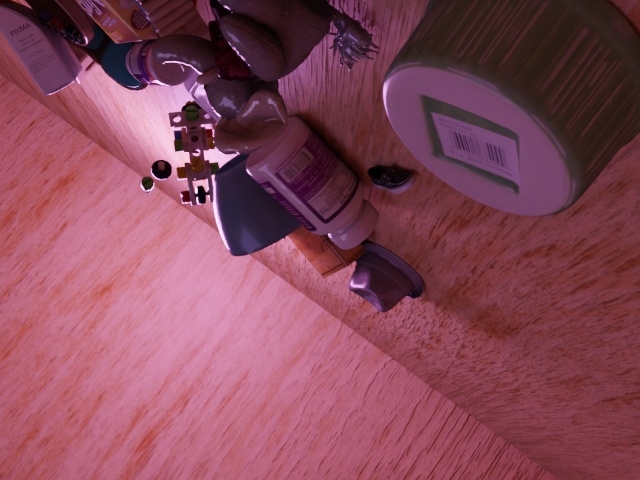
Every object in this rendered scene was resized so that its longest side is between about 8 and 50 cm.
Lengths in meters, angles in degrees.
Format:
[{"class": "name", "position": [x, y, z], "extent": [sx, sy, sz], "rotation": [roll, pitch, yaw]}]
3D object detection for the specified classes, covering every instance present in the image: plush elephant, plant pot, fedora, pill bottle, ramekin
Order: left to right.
[{"class": "plant pot", "position": [-0.625, -0.597, 1.613], "extent": [0.237, 0.110, 0.237], "rotation": [36, 167, 10]}, {"class": "pill bottle", "position": [-0.394, -0.426, 1.595], "extent": [0.193, 0.108, 0.108], "rotation": [20, 158, 52]}, {"class": "plush elephant", "position": [-0.117, -0.289, 0.973], "extent": [0.330, 0.272, 0.255], "rotation": [28, 128, -31]}, {"class": "plant pot", "position": [-0.158, -0.123, 1.692], "extent": [0.195, 0.290, 0.290], "rotation": [58, 160, -19]}, {"class": "pill bottle", "position": [-0.009, -0.120, 1.502], "extent": [0.301, 0.169, 0.169], "rotation": [44, 165, -24]}, {"class": "fedora", "position": [0.169, 0.126, 1.954], "extent": [0.243, 0.124, 0.275], "rotation": [38, 167, -3]}, {"class": "ramekin", "position": [0.222, -0.166, 0.809], "extent": [0.303, 0.148, 0.303], "rotation": [35, 166, 10]}]

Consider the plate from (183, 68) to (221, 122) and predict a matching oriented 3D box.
[{"class": "plate", "position": [-0.217, -0.323, 1.623], "extent": [0.277, 0.045, 0.278], "rotation": [42, 165, -15]}]

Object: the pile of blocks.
[{"class": "pile of blocks", "position": [-0.298, -0.482, 1.204], "extent": [0.149, 0.112, 0.362], "rotation": [51, 174, 41]}]

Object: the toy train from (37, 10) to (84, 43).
[{"class": "toy train", "position": [-0.625, -0.514, 1.596], "extent": [0.158, 0.027, 0.036], "rotation": [31, 161, 24]}]

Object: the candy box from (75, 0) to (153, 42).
[{"class": "candy box", "position": [-0.497, -0.570, 1.421], "extent": [0.316, 0.087, 0.183], "rotation": [48, 165, -33]}]

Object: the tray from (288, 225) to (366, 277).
[{"class": "tray", "position": [0.000, 0.000, 1.963], "extent": [0.203, 0.076, 0.411], "rotation": [50, 167, 0]}]

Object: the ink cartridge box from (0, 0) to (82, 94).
[{"class": "ink cartridge box", "position": [-0.749, -0.570, 1.678], "extent": [0.385, 0.091, 0.308], "rotation": [63, 176, -24]}]

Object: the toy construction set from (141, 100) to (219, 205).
[{"class": "toy construction set", "position": [-0.304, -0.240, 1.826], "extent": [0.308, 0.257, 0.237], "rotation": [18, 154, -4]}]

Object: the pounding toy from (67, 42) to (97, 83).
[{"class": "pounding toy", "position": [-0.768, -0.558, 1.948], "extent": [0.206, 0.181, 0.094], "rotation": [37, 167, 2]}]

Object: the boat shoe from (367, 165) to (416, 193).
[{"class": "boat shoe", "position": [0.141, -0.127, 1.358], "extent": [0.040, 0.049, 0.142], "rotation": [44, 167, -25]}]

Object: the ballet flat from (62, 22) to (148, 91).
[{"class": "ballet flat", "position": [-0.554, -0.501, 1.785], "extent": [0.342, 0.116, 0.124], "rotation": [34, -173, 16]}]
